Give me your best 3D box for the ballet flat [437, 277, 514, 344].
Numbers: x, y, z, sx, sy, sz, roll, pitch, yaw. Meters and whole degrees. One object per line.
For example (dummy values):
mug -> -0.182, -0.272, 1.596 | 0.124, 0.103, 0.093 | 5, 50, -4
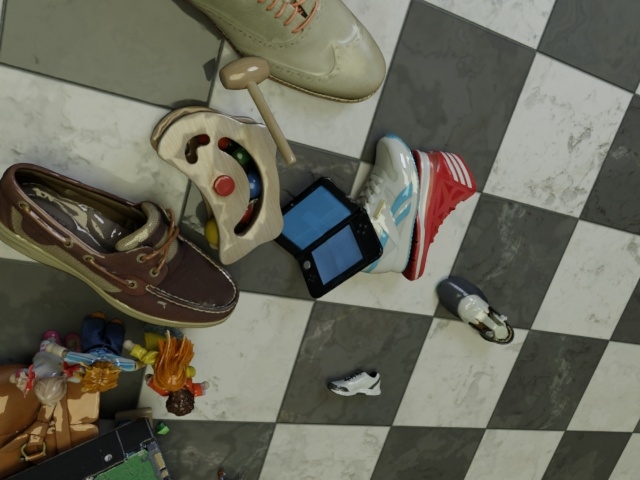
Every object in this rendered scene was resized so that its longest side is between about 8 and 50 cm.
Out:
ballet flat -> 0.302, 0.139, 0.979 | 0.203, 0.074, 0.074 | 40, 93, -28

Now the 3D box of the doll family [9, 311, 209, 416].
doll family -> -0.270, 0.159, 0.714 | 0.263, 0.163, 0.118 | 13, 105, -25

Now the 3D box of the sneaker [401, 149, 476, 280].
sneaker -> 0.199, -0.040, 0.862 | 0.128, 0.087, 0.221 | -5, 113, -18

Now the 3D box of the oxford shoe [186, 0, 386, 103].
oxford shoe -> -0.063, -0.286, 0.629 | 0.397, 0.146, 0.140 | 25, 99, -27

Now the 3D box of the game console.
game console -> 0.000, 0.000, 0.774 | 0.144, 0.124, 0.085 | -37, 148, 27

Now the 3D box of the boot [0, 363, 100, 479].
boot -> -0.439, 0.307, 0.754 | 0.220, 0.109, 0.283 | 4, 101, -27

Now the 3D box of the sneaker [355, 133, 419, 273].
sneaker -> 0.094, -0.052, 0.817 | 0.093, 0.087, 0.228 | -3, 109, -16

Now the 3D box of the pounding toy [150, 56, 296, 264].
pounding toy -> -0.127, -0.092, 0.675 | 0.154, 0.155, 0.269 | -13, 115, -20

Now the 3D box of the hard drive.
hard drive -> -0.391, 0.412, 0.760 | 0.339, 0.064, 0.236 | -21, 136, -23

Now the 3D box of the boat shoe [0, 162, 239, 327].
boat shoe -> -0.241, 0.009, 0.670 | 0.342, 0.123, 0.123 | 33, 139, -23

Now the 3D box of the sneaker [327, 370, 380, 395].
sneaker -> 0.062, 0.262, 0.958 | 0.109, 0.040, 0.043 | 6, 92, -26

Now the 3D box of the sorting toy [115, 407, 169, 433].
sorting toy -> -0.291, 0.303, 0.848 | 0.084, 0.012, 0.061 | -1, 110, -20

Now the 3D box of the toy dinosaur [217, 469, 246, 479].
toy dinosaur -> -0.159, 0.449, 0.917 | 0.090, 0.082, 0.047 | -53, 157, -33
